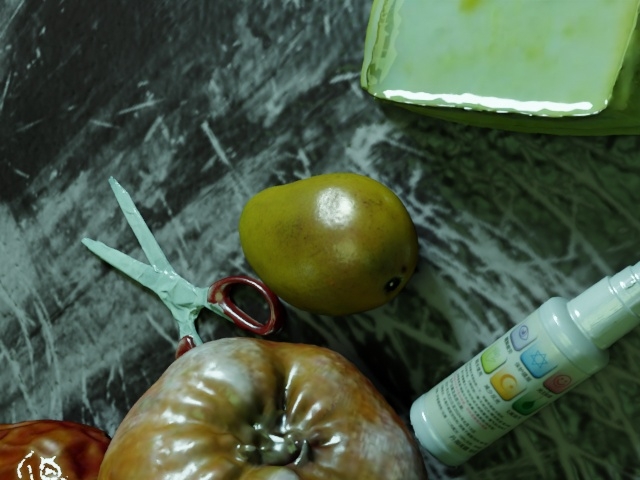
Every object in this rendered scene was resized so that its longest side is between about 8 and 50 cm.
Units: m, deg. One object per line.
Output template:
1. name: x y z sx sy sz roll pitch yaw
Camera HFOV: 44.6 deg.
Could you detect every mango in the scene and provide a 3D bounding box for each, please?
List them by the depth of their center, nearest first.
1. mango: 0.002 0.005 0.611 0.163 0.089 0.111 -11 75 42

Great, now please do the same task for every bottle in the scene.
1. bottle: 0.155 0.078 0.532 0.217 0.060 0.060 -44 71 28

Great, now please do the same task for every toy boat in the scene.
1. toy boat: 0.138 -0.128 0.517 0.276 0.084 0.111 15 99 32

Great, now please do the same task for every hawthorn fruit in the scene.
1. hawthorn fruit: -0.049 0.190 0.572 0.231 0.235 0.263 34 152 -15

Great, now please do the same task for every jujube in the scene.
1. jujube: -0.284 0.261 0.757 0.250 0.174 0.174 -6 90 35

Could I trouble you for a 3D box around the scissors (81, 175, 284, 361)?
1. scissors: -0.145 0.042 0.746 0.247 0.017 0.144 42 112 25
